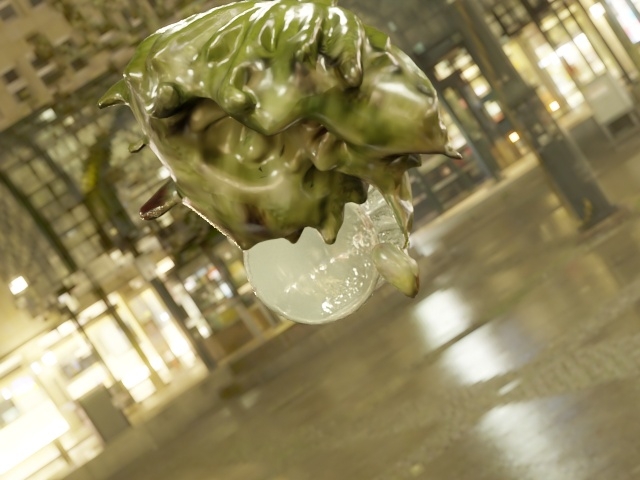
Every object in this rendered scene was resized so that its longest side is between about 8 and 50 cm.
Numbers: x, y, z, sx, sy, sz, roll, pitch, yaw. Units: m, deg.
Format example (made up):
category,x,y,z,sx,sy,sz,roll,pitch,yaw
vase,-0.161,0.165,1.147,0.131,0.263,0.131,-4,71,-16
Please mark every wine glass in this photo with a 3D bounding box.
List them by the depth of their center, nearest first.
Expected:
category,x,y,z,sx,sy,sz,roll,pitch,yaw
wine glass,0.000,0.000,1.297,0.165,0.165,0.196,-33,5,13

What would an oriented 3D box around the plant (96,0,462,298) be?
category,x,y,z,sx,sy,sz,roll,pitch,yaw
plant,-0.002,-0.127,0.958,0.251,0.180,0.333,10,38,11
